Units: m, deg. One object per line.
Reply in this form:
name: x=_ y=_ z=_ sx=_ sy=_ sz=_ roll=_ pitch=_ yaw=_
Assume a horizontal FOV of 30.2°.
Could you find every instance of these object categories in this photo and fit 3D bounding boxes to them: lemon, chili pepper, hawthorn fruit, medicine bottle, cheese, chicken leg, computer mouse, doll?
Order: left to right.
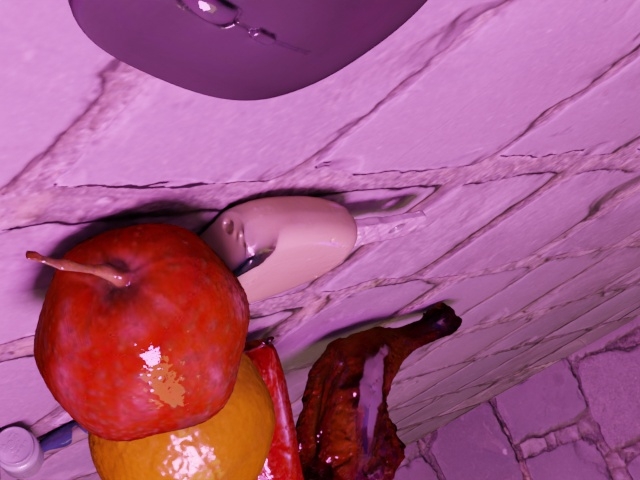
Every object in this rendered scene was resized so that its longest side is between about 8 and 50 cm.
medicine bottle: x=-0.324 y=0.227 z=1.272 sx=0.047 sy=0.047 sz=0.083 roll=-21 pitch=163 yaw=-13
doll: x=-0.276 y=0.218 z=1.353 sx=0.125 sy=0.027 sz=0.037 roll=-28 pitch=172 yaw=10
hawthorn fruit: x=-0.130 y=0.050 z=0.844 sx=0.163 sy=0.162 sz=0.203 roll=-21 pitch=149 yaw=-14
lemon: x=-0.137 y=0.183 z=1.169 sx=0.187 sy=0.186 sz=0.244 roll=-23 pitch=166 yaw=-5
chili pepper: x=-0.090 y=0.244 z=1.328 sx=0.144 sy=0.252 sz=0.136 roll=-18 pitch=-179 yaw=-43
computer mouse: x=-0.022 y=-0.117 z=0.589 sx=0.120 sy=0.057 sz=0.232 roll=-32 pitch=163 yaw=23
cheese: x=0.000 y=0.000 z=1.016 sx=0.251 sy=0.054 sz=0.127 roll=-11 pitch=159 yaw=-44
chicken leg: x=0.070 y=0.183 z=1.498 sx=0.096 sy=0.158 sz=0.407 roll=-45 pitch=-174 yaw=42
